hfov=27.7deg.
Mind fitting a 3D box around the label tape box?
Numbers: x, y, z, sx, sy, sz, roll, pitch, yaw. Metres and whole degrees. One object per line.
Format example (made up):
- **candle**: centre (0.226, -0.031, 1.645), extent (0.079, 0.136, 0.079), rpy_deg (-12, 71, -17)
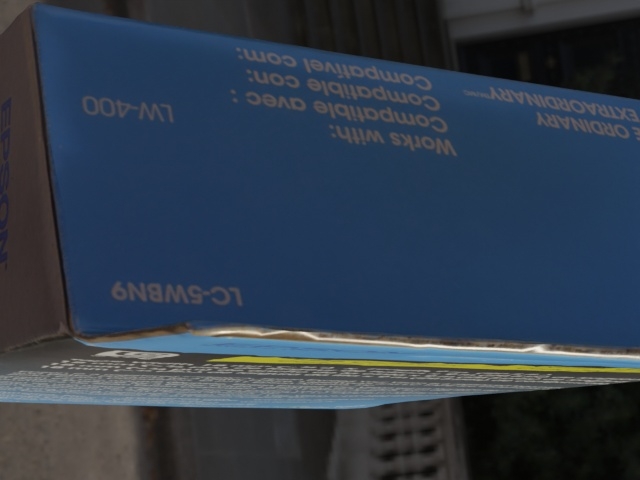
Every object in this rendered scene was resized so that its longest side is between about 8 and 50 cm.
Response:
- **label tape box**: centre (0.000, 0.000, 0.446), extent (0.333, 0.240, 0.106), rpy_deg (-17, -109, 60)
